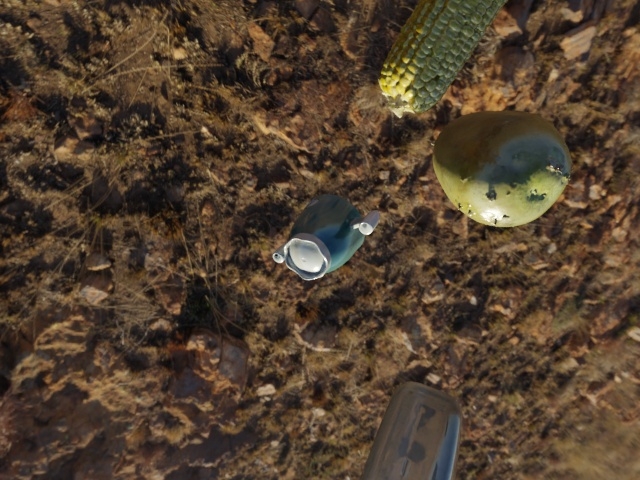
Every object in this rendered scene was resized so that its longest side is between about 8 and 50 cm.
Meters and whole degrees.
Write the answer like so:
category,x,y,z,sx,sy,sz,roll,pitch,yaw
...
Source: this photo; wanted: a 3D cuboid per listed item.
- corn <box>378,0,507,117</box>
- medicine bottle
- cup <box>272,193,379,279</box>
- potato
category,x,y,z,sx,sy,sz,roll,pitch,yaw
corn,0.137,-0.233,0.419,0.080,0.080,0.238,14,120,-30
medicine bottle,0.135,0.414,0.656,0.122,0.282,0.375,11,131,23
cup,0.000,0.000,0.981,0.299,0.173,0.168,-19,108,38
potato,0.407,-0.191,0.986,0.269,0.359,0.219,-26,123,10
